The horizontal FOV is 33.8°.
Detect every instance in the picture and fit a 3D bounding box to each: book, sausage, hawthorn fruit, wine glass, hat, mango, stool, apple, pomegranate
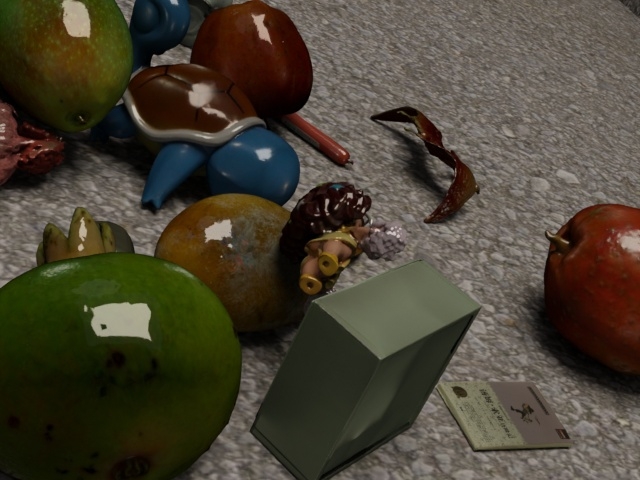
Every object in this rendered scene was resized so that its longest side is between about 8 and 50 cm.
[{"bbox_3d":[0.268,0.253,1.530,0.182,0.014,0.127,4,37,-29],"label":"book"},{"bbox_3d":[-0.035,-0.214,1.993,0.253,0.034,0.034,37,34,20],"label":"sausage"},{"bbox_3d":[0.488,0.067,1.726,0.300,0.275,0.275,31,31,-7],"label":"hawthorn fruit"},{"bbox_3d":[-0.247,-0.499,2.182,0.126,0.126,0.241,22,33,-5],"label":"wine glass"},{"bbox_3d":[-0.506,-0.147,1.497,0.286,0.107,0.236,5,46,-21],"label":"hat"},{"bbox_3d":[-0.414,-0.324,1.623,0.201,0.225,0.382,-5,43,-30],"label":"mango"},{"bbox_3d":[-0.291,0.030,1.402,0.096,0.096,0.110,14,27,-17],"label":"stool"},{"bbox_3d":[-0.120,-0.309,1.891,0.234,0.234,0.234,18,32,-12],"label":"apple"},{"bbox_3d":[-0.090,0.031,1.469,0.316,0.146,0.192,-2,79,-45],"label":"mango"},{"bbox_3d":[-0.245,0.097,1.179,0.310,0.216,0.358,-3,53,-23],"label":"pomegranate"}]

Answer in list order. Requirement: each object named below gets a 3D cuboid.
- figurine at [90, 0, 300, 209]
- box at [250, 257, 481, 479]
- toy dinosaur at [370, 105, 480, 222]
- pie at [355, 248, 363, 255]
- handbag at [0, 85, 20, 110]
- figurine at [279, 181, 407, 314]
[{"bbox_3d":[-0.207,-0.197,1.715,0.416,0.243,0.298,56,29,9],"label":"figurine"},{"bbox_3d":[0.056,0.158,1.322,0.117,0.225,0.225,40,34,24],"label":"box"},{"bbox_3d":[0.192,-0.169,2.045,0.327,0.113,0.206,55,15,24],"label":"toy dinosaur"},{"bbox_3d":[0.002,0.001,1.695,0.191,0.033,0.088,4,27,-34],"label":"pie"},{"bbox_3d":[-0.587,-0.286,1.680,0.175,0.088,0.270,-2,40,-48],"label":"handbag"},{"bbox_3d":[0.013,0.005,1.362,0.116,0.175,0.240,40,19,-20],"label":"figurine"}]
